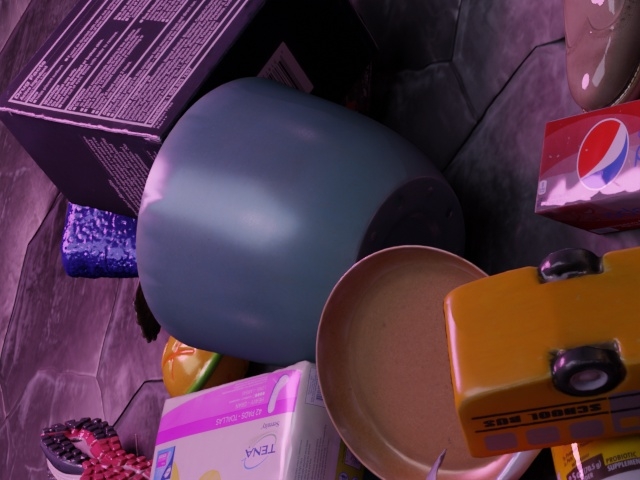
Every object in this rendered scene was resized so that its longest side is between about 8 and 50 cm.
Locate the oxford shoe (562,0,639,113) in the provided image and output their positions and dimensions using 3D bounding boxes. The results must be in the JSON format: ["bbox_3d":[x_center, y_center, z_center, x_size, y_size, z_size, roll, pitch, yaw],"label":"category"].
[{"bbox_3d":[0.247,-0.277,1.679,0.123,0.130,0.348,-28,51,50],"label":"oxford shoe"}]

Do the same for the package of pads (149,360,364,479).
[{"bbox_3d":[-0.075,0.260,1.805,0.296,0.101,0.229,-22,53,53],"label":"package of pads"}]

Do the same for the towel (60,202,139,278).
[{"bbox_3d":[-0.146,-0.055,2.113,0.308,0.076,0.228,0,68,20],"label":"towel"}]

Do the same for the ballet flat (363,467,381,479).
[{"bbox_3d":[0.043,0.246,1.810,0.206,0.073,0.067,-46,12,33],"label":"ballet flat"}]

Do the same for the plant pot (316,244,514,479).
[{"bbox_3d":[0.101,0.118,1.617,0.236,0.032,0.236,8,104,33],"label":"plant pot"}]

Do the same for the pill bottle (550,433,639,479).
[{"bbox_3d":[0.242,0.137,1.475,0.117,0.117,0.215,-44,40,38],"label":"pill bottle"}]

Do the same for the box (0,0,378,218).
[{"bbox_3d":[-0.148,-0.179,1.983,0.294,0.183,0.296,14,60,43],"label":"box"}]

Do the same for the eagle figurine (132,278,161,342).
[{"bbox_3d":[-0.197,-0.048,2.269,0.298,0.225,0.226,57,172,19],"label":"eagle figurine"}]

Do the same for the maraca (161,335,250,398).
[{"bbox_3d":[-0.133,0.132,2.116,0.127,0.099,0.186,-50,11,19],"label":"maraca"}]

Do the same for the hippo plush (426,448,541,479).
[{"bbox_3d":[0.090,0.355,1.484,0.234,0.237,0.294,-18,21,43],"label":"hippo plush"}]

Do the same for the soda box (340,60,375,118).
[{"bbox_3d":[0.019,-0.132,2.040,0.053,0.060,0.169,-25,53,50],"label":"soda box"}]

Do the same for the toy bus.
[{"bbox_3d":[0.264,0.074,1.358,0.332,0.130,0.108,-10,52,8],"label":"toy bus"}]

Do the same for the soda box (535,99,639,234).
[{"bbox_3d":[0.301,-0.070,1.526,0.263,0.083,0.092,-10,66,56],"label":"soda box"}]

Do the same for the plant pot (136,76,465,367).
[{"bbox_3d":[0.000,0.000,1.793,0.235,0.293,0.293,17,89,38],"label":"plant pot"}]

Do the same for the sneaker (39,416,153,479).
[{"bbox_3d":[-0.251,0.321,2.206,0.299,0.120,0.112,35,133,58],"label":"sneaker"}]
